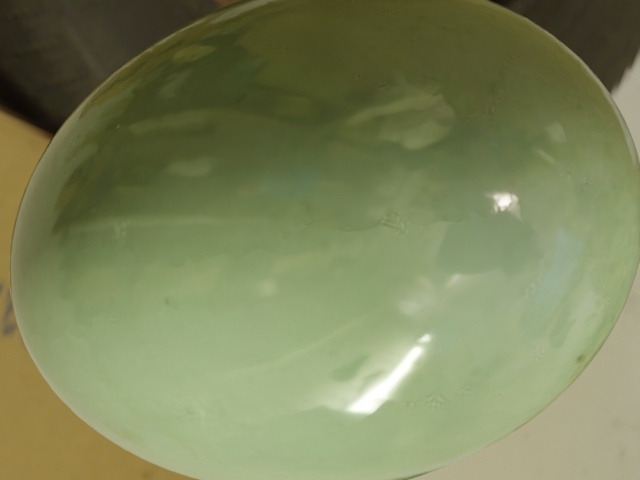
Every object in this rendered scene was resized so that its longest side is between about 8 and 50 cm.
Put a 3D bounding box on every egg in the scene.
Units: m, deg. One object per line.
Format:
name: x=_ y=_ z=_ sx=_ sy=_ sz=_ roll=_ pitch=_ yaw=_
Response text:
egg: x=0.000 y=0.000 z=0.534 sx=0.192 sy=0.149 sz=0.149 roll=-15 pitch=158 yaw=12
